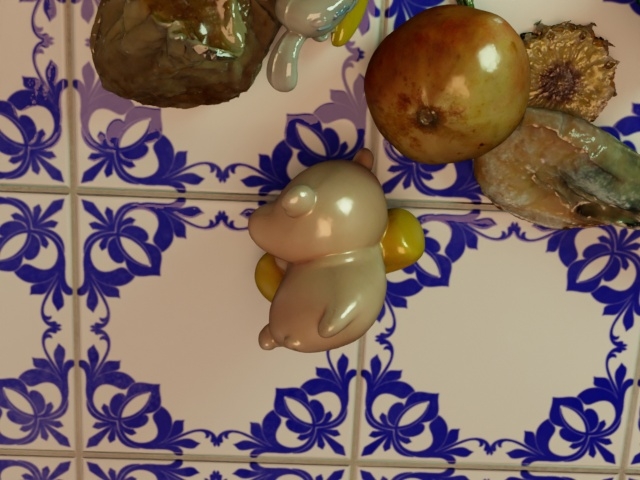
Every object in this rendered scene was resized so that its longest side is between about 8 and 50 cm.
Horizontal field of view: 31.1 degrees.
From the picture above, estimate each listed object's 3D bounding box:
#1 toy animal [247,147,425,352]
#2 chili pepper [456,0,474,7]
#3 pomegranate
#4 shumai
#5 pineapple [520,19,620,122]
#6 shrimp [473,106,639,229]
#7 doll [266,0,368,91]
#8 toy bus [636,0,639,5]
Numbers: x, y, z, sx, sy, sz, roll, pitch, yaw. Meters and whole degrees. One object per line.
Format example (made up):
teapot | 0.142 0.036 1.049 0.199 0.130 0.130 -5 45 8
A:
toy animal | -0.020 0.003 1.814 0.277 0.345 0.247 -2 125 34
chili pepper | 0.234 -0.387 1.826 0.034 0.030 0.091 -14 113 -23
pomegranate | 0.204 -0.251 1.771 0.252 0.270 0.229 -14 119 39
shumai | -0.217 -0.300 1.725 0.314 0.262 0.267 -27 107 9
pineapple | 0.381 -0.257 1.866 0.221 0.047 0.221 0 110 -1
shrimp | 0.454 -0.077 1.894 0.445 0.110 0.221 23 130 -9
doll | 0.001 -0.377 1.739 0.111 0.252 0.237 28 145 30
toy bus | 0.575 -0.376 1.682 0.199 0.343 0.183 37 105 -2
